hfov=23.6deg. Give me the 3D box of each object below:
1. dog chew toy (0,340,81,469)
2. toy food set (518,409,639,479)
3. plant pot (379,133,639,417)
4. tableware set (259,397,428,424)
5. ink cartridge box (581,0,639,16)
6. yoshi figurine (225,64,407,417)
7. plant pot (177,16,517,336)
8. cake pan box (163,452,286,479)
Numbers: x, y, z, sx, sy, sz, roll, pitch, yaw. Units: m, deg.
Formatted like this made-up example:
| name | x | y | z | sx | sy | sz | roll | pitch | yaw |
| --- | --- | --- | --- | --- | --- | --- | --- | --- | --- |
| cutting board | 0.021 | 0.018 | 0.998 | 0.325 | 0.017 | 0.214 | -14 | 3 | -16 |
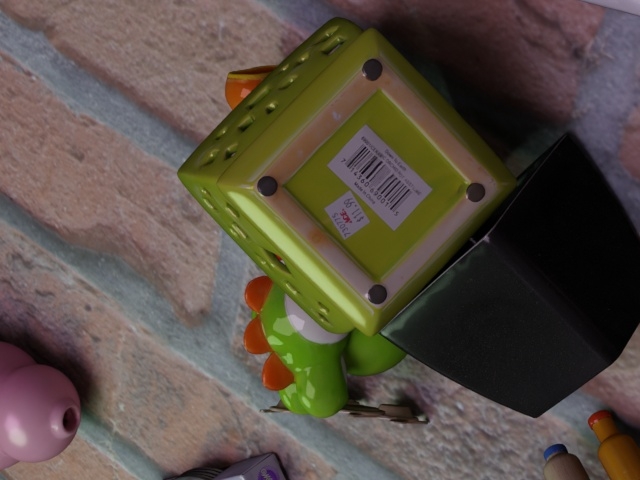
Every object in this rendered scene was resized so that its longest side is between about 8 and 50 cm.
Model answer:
| name | x | y | z | sx | sy | sz | roll | pitch | yaw |
| --- | --- | --- | --- | --- | --- | --- | --- | --- | --- |
| dog chew toy | -0.465 | 0.224 | 2.082 | 0.331 | 0.206 | 0.207 | 5 | 114 | 31 |
| toy food set | 0.251 | 0.283 | 1.545 | 0.232 | 0.111 | 0.104 | 100 | 155 | -45 |
| plant pot | 0.199 | 0.048 | 1.422 | 0.167 | 0.188 | 0.187 | 43 | 134 | -2 |
| tableware set | 0.025 | 0.185 | 1.670 | 0.168 | 0.141 | 0.020 | 2 | 87 | 39 |
| ink cartridge box | 0.173 | -0.384 | 1.293 | 0.324 | 0.071 | 0.330 | 23 | 121 | 33 |
| yoshi figurine | 0.013 | -0.004 | 1.592 | 0.203 | 0.203 | 0.362 | -4 | 96 | 1 |
| plant pot | 0.030 | -0.056 | 1.389 | 0.228 | 0.227 | 0.207 | 46 | 175 | -11 |
| cake pan box | -0.101 | 0.405 | 1.938 | 0.245 | 0.070 | 0.267 | -20 | 97 | 43 |
